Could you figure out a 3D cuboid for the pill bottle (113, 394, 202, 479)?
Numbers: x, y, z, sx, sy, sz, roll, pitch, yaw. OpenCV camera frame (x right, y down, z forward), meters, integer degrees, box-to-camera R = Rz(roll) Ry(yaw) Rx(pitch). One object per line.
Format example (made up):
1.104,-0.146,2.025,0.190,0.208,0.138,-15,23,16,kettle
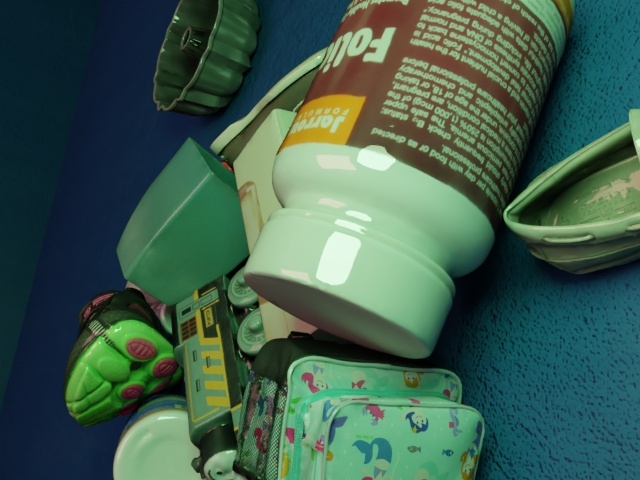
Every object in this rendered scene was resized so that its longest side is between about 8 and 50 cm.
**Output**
-0.233,0.319,1.088,0.272,0.152,0.152,157,126,-76,pill bottle

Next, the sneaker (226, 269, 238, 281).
-0.171,0.096,1.237,0.152,0.058,0.084,-105,35,-51,sneaker

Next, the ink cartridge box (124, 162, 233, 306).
-0.286,-0.028,1.436,0.261,0.066,0.296,-22,49,53,ink cartridge box

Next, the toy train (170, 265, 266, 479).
-0.103,0.173,0.970,0.190,0.142,0.334,-31,41,10,toy train

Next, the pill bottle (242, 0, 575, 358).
0.087,-0.100,0.703,0.224,0.224,0.392,-3,59,57,pill bottle

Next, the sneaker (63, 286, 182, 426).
-0.341,0.178,1.164,0.202,0.185,0.483,59,163,7,sneaker

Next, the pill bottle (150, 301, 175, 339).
-0.301,0.157,1.393,0.137,0.078,0.078,-22,57,52,pill bottle

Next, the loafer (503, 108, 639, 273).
0.287,-0.061,0.551,0.319,0.112,0.112,-37,46,44,loafer

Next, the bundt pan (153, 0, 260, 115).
-0.239,-0.414,1.540,0.331,0.124,0.330,-31,51,47,bundt pan

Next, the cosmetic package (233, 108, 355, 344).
0.000,0.000,0.891,0.129,0.153,0.296,-43,49,44,cosmetic package

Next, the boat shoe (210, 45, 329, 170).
-0.061,-0.203,1.183,0.324,0.096,0.116,-33,8,42,boat shoe

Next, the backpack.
0.032,0.238,0.696,0.191,0.225,0.253,17,95,62,backpack

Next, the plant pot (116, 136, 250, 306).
-0.225,-0.016,1.214,0.234,0.166,0.165,-46,36,6,plant pot
